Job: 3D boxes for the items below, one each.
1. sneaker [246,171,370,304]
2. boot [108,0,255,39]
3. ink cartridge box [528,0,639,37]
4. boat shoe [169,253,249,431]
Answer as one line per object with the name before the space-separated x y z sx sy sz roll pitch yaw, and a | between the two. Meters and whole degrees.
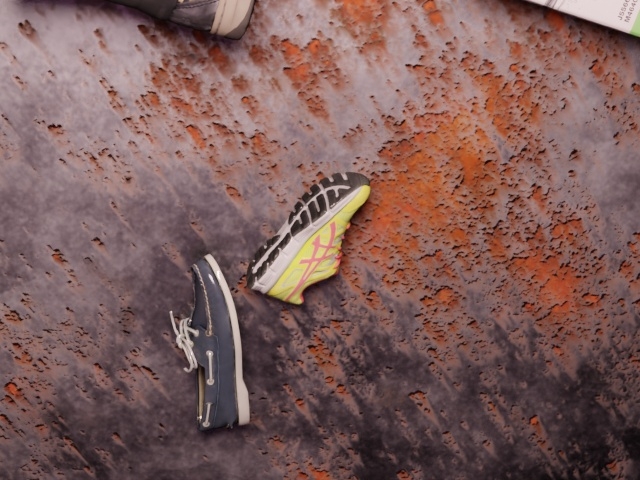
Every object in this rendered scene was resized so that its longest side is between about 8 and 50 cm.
sneaker | 0.000 0.000 1.294 0.094 0.081 0.208 35 110 -24
boot | -0.186 -0.402 1.000 0.284 0.138 0.378 4 115 -11
ink cartridge box | 0.307 -0.362 1.161 0.272 0.115 0.199 14 109 -11
boat shoe | -0.148 0.140 1.321 0.079 0.095 0.255 -13 121 -13
